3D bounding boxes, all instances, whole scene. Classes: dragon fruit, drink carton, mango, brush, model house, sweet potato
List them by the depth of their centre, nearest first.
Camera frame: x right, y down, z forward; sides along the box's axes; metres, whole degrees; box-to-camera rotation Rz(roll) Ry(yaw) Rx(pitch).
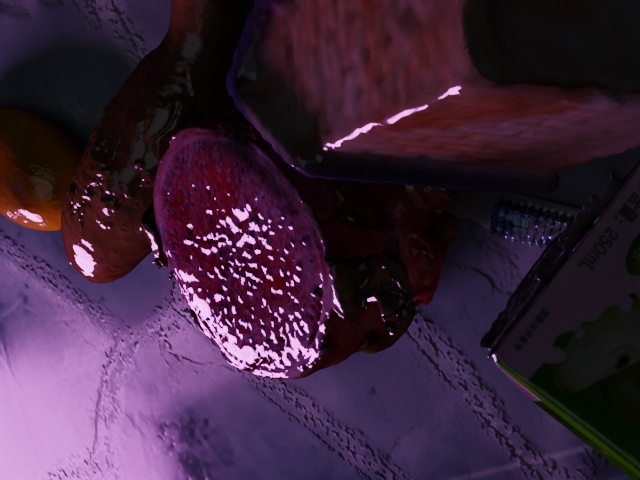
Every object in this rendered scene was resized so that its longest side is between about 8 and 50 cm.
[{"bbox_3d":[0.244,0.085,0.751,0.271,0.108,0.161,39,88,8],"label":"drink carton"},{"bbox_3d":[0.075,-0.188,0.775,0.280,0.245,0.312,-22,71,60],"label":"model house"},{"bbox_3d":[0.000,0.000,0.917,0.282,0.147,0.211,14,118,45],"label":"dragon fruit"},{"bbox_3d":[0.115,-0.022,0.917,0.178,0.030,0.033,17,125,29],"label":"brush"},{"bbox_3d":[-0.118,-0.111,1.001,0.109,0.109,0.385,37,119,18],"label":"sweet potato"},{"bbox_3d":[-0.272,-0.069,1.148,0.187,0.066,0.101,32,122,31],"label":"mango"}]
